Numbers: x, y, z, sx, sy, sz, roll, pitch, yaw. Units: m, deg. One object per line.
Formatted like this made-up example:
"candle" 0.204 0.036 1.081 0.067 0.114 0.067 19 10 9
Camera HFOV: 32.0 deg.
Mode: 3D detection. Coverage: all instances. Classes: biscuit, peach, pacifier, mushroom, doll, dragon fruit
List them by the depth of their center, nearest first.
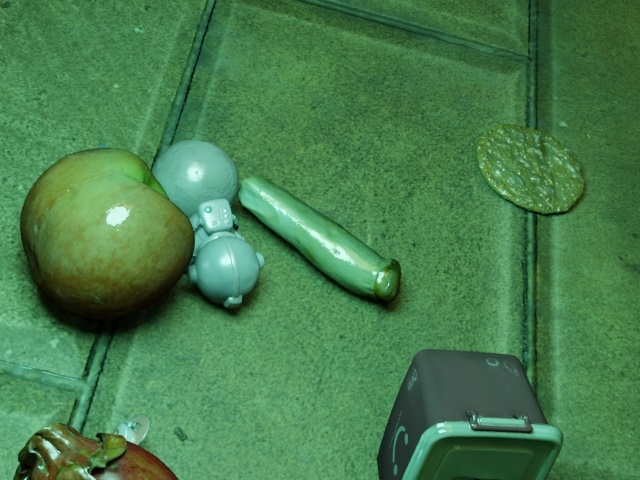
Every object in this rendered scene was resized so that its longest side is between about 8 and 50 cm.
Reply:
"dragon fruit" -0.252 0.369 1.343 0.315 0.250 0.250 41 52 21
"pacifier" -0.259 0.289 1.524 0.078 0.081 0.099 41 72 -23
"peach" -0.316 -0.004 1.632 0.252 0.252 0.252 8 50 -10
"doll" -0.173 -0.024 1.752 0.151 0.151 0.287 -10 58 -23
"mushroom" 0.000 0.000 1.818 0.312 0.081 0.100 34 8 13
"biscuit" 0.393 -0.136 2.082 0.219 0.033 0.220 9 51 -11

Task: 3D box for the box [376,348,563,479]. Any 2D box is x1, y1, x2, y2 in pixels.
"box" 0.186 0.289 1.513 0.193 0.294 0.167 6 39 -12
